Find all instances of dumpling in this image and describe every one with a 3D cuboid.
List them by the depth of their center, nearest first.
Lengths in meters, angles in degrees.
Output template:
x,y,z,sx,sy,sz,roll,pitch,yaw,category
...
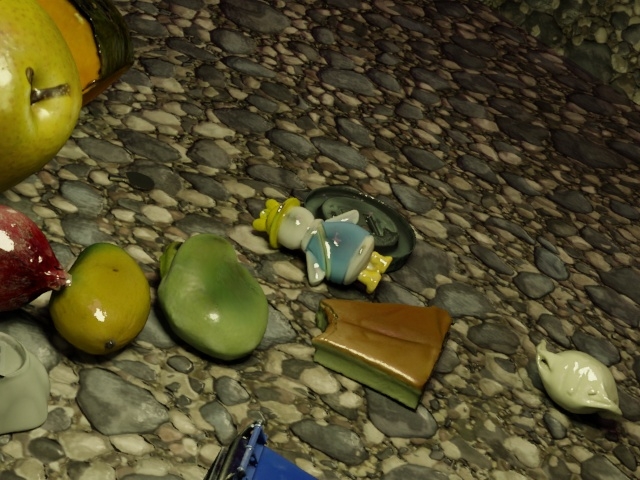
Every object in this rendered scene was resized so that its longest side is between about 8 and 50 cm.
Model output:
x,y,z,sx,sy,sz,roll,pitch,yaw,category
0.428,0.240,2.250,0.169,0.100,0.134,16,-14,27,dumpling

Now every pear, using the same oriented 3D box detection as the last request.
x,y,z,sx,sy,sz,roll,pitch,yaw,category
-0.550,-0.227,2.026,0.418,0.362,0.362,13,18,38,pear

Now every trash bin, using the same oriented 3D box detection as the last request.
x,y,z,sx,sy,sz,roll,pitch,yaw,category
-0.038,0.348,1.634,0.234,0.184,0.162,28,30,-3,trash bin

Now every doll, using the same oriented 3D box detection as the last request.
x,y,z,sx,sy,sz,roll,pitch,yaw,category
0.000,0.000,2.301,0.241,0.135,0.099,26,10,15,doll

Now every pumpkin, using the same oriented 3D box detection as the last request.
x,y,z,sx,sy,sz,roll,pitch,yaw,category
-0.482,-0.338,2.348,0.303,0.256,0.225,26,5,1,pumpkin

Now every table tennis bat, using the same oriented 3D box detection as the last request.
x,y,z,sx,sy,sz,roll,pitch,yaw,category
-0.321,-0.103,2.334,0.083,0.007,0.050,6,34,-32,table tennis bat

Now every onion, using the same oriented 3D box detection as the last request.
x,y,z,sx,sy,sz,roll,pitch,yaw,category
-0.430,0.032,1.881,0.195,0.159,0.159,19,29,3,onion

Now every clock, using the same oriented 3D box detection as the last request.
x,y,z,sx,sy,sz,roll,pitch,yaw,category
0.064,-0.020,2.445,0.215,0.042,0.215,18,30,-11,clock

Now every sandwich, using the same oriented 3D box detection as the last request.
x,y,z,sx,sy,sz,roll,pitch,yaw,category
0.094,0.144,2.176,0.212,0.063,0.245,25,28,5,sandwich

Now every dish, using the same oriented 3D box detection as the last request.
x,y,z,sx,sy,sz,roll,pitch,yaw,category
-0.426,0.165,1.756,0.191,0.066,0.190,18,30,-11,dish

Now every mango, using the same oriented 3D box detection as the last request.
x,y,z,sx,sy,sz,roll,pitch,yaw,category
-0.305,0.080,1.962,0.137,0.091,0.237,29,29,-3,mango

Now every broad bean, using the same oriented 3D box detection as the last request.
x,y,z,sx,sy,sz,roll,pitch,yaw,category
-0.166,0.082,2.056,0.169,0.100,0.228,-14,48,-39,broad bean
